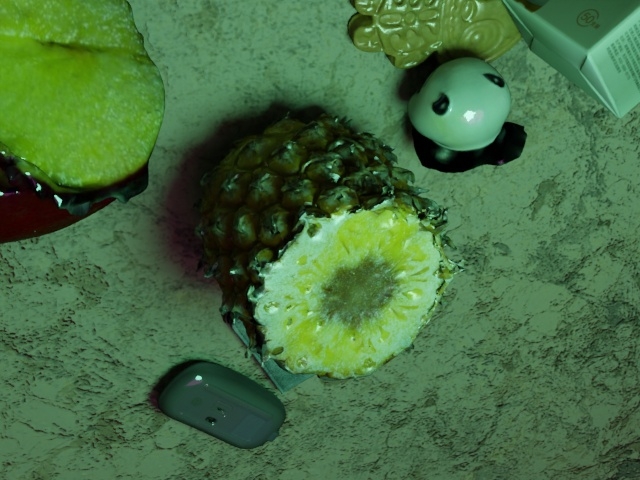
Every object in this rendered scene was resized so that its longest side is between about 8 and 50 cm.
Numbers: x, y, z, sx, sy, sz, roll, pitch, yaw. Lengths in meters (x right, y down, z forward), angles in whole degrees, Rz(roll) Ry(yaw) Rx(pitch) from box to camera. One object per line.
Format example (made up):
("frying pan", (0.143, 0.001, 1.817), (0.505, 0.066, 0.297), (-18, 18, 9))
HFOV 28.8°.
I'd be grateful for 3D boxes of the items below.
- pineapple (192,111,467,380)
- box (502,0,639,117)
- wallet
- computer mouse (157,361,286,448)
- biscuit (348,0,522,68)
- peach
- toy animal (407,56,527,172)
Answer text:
("pineapple", (-0.001, -0.003, 1.718), (0.352, 0.300, 0.352), (-12, 130, -14))
("box", (0.440, -0.362, 1.658), (0.341, 0.225, 0.143), (-42, 135, 2))
("wallet", (-0.039, 0.146, 2.000), (0.167, 0.036, 0.222), (-30, 133, 0))
("computer mouse", (-0.160, 0.268, 2.030), (0.232, 0.057, 0.120), (30, 110, -36))
("biscuit", (0.178, -0.323, 1.719), (0.288, 0.044, 0.202), (-7, 129, -22))
("peach", (-0.379, -0.164, 1.407), (0.416, 0.339, 0.353), (-2, 170, -14))
("toy animal", (0.208, -0.184, 1.765), (0.166, 0.138, 0.179), (-30, 147, -9))
